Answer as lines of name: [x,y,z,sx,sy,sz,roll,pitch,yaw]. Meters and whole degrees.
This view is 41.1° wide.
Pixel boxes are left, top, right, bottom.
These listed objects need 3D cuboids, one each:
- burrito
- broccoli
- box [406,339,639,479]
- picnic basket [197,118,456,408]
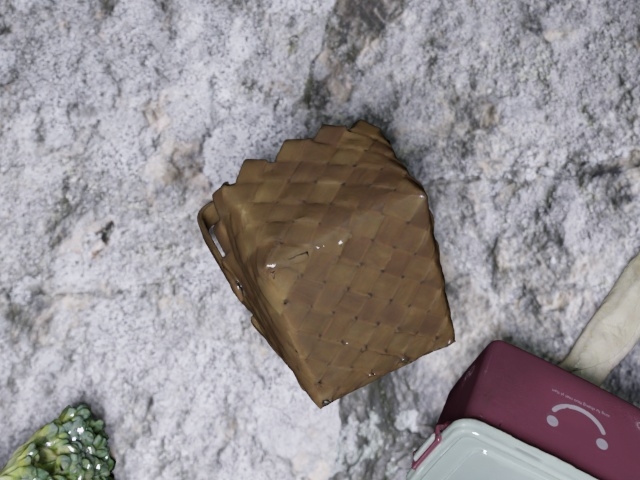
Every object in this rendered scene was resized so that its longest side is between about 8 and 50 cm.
burrito: [0.398,0.118,1.172,0.082,0.059,0.275,46,76,-10]
broccoli: [-0.360,0.329,0.966,0.246,0.288,0.247,4,114,9]
box: [0.272,0.267,1.044,0.294,0.193,0.167,27,45,1]
picnic basket: [0.000,0.000,1.055,0.254,0.291,0.321,-23,37,-10]
